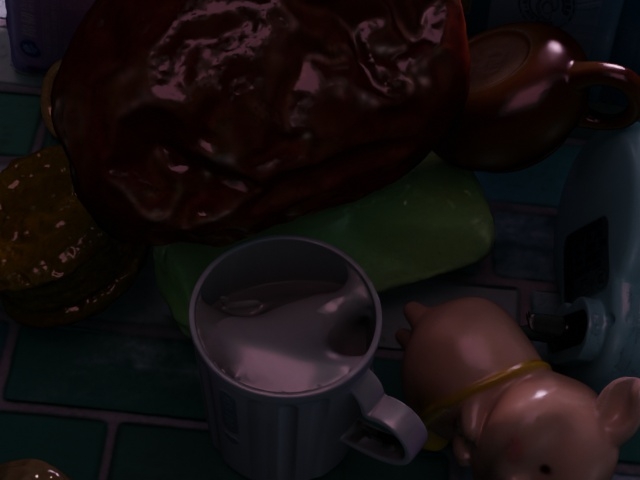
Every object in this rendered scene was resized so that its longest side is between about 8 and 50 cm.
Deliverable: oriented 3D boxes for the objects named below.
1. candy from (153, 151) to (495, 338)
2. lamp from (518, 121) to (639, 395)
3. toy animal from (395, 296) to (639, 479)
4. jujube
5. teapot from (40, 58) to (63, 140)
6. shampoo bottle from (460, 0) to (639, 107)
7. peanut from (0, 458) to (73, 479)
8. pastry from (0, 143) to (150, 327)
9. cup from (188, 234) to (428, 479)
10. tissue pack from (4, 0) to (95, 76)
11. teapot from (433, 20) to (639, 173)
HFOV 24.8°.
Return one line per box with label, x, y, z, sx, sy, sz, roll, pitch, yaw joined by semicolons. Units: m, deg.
candy;0.000;0.000;1.473;0.343;0.142;0.132;-14;91;-12
lamp;0.297;0.013;1.427;0.147;0.209;0.284;27;73;-6
toy animal;0.162;0.150;1.342;0.248;0.165;0.149;37;64;20
jujube;-0.056;-0.146;1.315;0.377;0.276;0.276;-20;58;-15
teapot;-0.176;-0.123;1.538;0.311;0.167;0.203;9;9;29
shampoo bottle;0.234;-0.338;1.591;0.343;0.331;0.331;15;56;10
peanut;-0.242;0.318;1.242;0.136;0.120;0.298;4;50;-29
pastry;-0.260;-0.005;1.449;0.189;0.103;0.188;-12;48;14
cup;-0.022;0.137;1.323;0.167;0.202;0.221;-19;58;-15
tissue pack;-0.220;-0.331;1.566;0.242;0.338;0.160;1;56;-8
teapot;0.205;-0.130;1.433;0.252;0.135;0.178;0;49;36
